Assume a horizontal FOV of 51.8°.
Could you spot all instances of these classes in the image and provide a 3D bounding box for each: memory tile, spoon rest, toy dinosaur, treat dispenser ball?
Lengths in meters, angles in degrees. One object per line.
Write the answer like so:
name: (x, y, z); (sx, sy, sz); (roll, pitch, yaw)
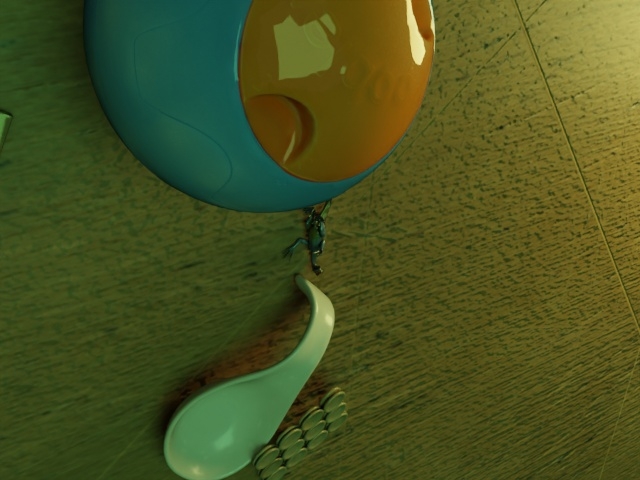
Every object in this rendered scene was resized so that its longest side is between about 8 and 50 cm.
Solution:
memory tile: (-0.024, 0.259, 0.866); (0.148, 0.012, 0.113); (-36, 149, -18)
spoon rest: (-0.077, 0.174, 0.789); (0.137, 0.084, 0.276); (40, 84, -37)
toy dinosaur: (0.000, 0.000, 0.801); (0.090, 0.047, 0.082); (-40, 142, -25)
treat dispenser ball: (-0.049, -0.168, 0.559); (0.288, 0.288, 0.288); (-11, 112, -28)

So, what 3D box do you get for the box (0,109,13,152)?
box: (-0.381, -0.043, 0.567); (0.164, 0.021, 0.201); (17, 97, -34)
